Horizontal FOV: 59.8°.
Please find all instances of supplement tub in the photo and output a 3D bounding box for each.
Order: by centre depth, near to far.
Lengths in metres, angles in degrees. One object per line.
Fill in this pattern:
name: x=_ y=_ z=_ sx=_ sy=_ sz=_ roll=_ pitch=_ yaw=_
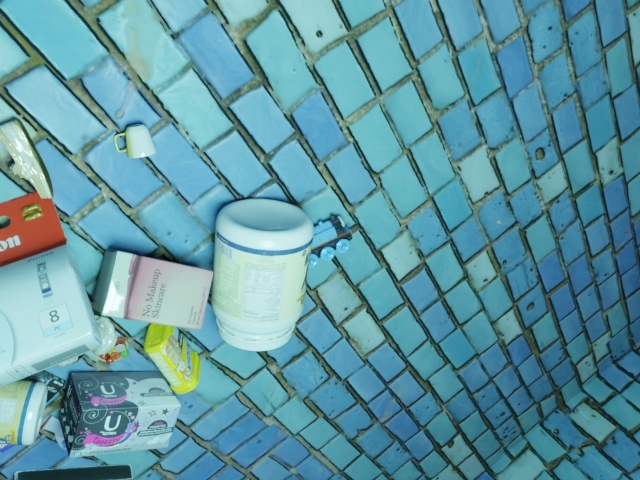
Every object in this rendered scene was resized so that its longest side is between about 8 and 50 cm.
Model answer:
supplement tub: x=-0.749 y=0.389 z=1.278 sx=0.200 sy=0.144 sz=0.144 roll=10 pitch=112 yaw=-17
supplement tub: x=-0.148 y=0.083 z=1.378 sx=0.235 sy=0.235 sz=0.324 roll=-5 pitch=119 yaw=-25

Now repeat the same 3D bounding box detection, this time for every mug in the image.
mug: x=-0.397 y=-0.214 z=1.194 sx=0.078 sy=0.062 sz=0.064 roll=-19 pitch=116 yaw=-26

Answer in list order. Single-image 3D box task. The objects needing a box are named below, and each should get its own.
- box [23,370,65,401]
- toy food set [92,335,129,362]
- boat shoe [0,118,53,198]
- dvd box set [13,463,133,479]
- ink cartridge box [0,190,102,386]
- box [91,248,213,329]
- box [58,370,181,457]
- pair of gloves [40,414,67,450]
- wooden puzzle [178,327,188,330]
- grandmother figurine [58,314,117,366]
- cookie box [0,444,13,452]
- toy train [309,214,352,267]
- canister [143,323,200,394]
box: x=-0.690 y=0.358 z=1.382 sx=0.067 sy=0.018 sz=0.083 roll=-43 pitch=127 yaw=1
toy food set: x=-0.532 y=0.277 z=1.419 sx=0.083 sy=0.020 sz=0.083 roll=-27 pitch=125 yaw=-12
boat shoe: x=-0.597 y=-0.157 z=1.122 sx=0.059 sy=0.063 sz=0.170 roll=-22 pitch=115 yaw=-13
dvd box set: x=-0.741 y=0.827 z=1.590 sx=0.308 sy=0.062 sz=0.420 roll=11 pitch=111 yaw=-31
ink cartridge box: x=-0.624 y=0.082 z=1.047 sx=0.308 sy=0.385 sz=0.091 roll=-22 pitch=159 yaw=-16
box: x=-0.392 y=0.116 z=1.304 sx=0.232 sy=0.127 sz=0.148 roll=15 pitch=82 yaw=-32
box: x=-0.507 y=0.431 z=1.411 sx=0.247 sy=0.163 sz=0.142 roll=8 pitch=108 yaw=-37
pair of gloves: x=-0.632 y=0.477 z=1.477 sx=0.198 sy=0.023 sz=0.159 roll=-47 pitch=127 yaw=2
wooden puzzle: x=-0.363 y=0.214 z=1.481 sx=0.083 sy=0.006 sz=0.049 roll=28 pitch=101 yaw=-36
grandmother figurine: x=-0.590 y=0.195 z=1.238 sx=0.104 sy=0.207 sz=0.342 roll=-28 pitch=154 yaw=13
cookie box: x=-0.776 y=0.468 z=1.384 sx=0.107 sy=0.040 sz=0.091 roll=-27 pitch=127 yaw=-11
toy train: x=0.000 y=0.000 z=1.510 sx=0.184 sy=0.080 sz=0.105 roll=-25 pitch=119 yaw=-13
canister: x=-0.382 y=0.296 z=1.441 sx=0.073 sy=0.126 sz=0.170 roll=-20 pitch=123 yaw=6
